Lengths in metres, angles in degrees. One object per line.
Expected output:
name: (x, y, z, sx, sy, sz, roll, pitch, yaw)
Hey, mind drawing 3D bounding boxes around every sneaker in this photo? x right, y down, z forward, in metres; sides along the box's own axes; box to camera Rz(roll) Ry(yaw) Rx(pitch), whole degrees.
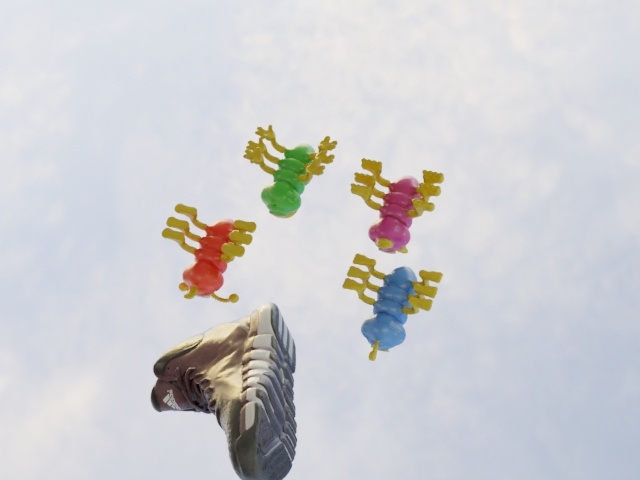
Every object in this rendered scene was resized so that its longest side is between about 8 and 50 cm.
sneaker: (-0.115, 0.185, 1.517, 0.162, 0.106, 0.281, -16, -154, 11)

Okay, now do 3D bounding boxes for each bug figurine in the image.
bug figurine: (0.000, 0.000, 1.337, 0.279, 0.072, 0.216, 16, -120, 20)
